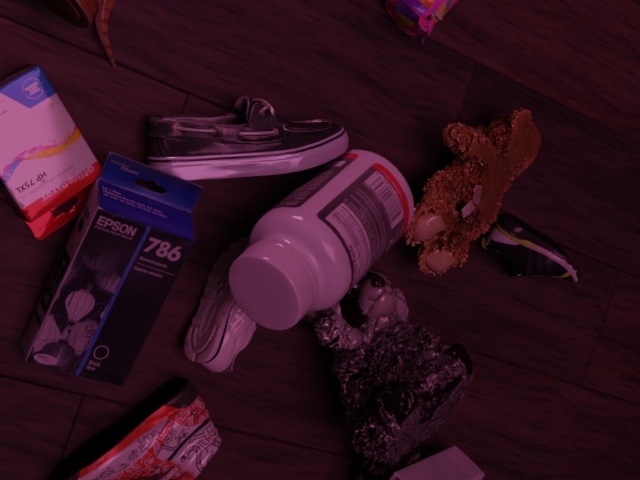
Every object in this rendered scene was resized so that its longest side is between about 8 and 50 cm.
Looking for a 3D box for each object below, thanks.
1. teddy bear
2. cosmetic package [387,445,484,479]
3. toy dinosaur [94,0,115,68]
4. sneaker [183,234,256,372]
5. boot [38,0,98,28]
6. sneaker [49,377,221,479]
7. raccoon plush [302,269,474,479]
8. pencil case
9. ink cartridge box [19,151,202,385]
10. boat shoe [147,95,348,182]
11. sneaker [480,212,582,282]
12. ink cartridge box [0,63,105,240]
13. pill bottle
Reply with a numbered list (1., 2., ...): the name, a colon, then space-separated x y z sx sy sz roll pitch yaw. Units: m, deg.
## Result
1. teddy bear: 0.253 -0.094 1.847 0.245 0.113 0.338 35 78 -45
2. cosmetic package: 0.185 0.449 1.856 0.231 0.085 0.117 -7 134 -56
3. toy dinosaur: -0.315 -0.369 1.534 0.112 0.064 0.212 15 91 -31
4. sneaker: -0.135 0.101 1.709 0.095 0.090 0.235 34 82 -46
5. boot: -0.336 -0.447 1.455 0.220 0.109 0.283 -36 80 -26
6. sneaker: -0.281 0.351 1.657 0.270 0.090 0.145 -37 111 -21
7. raccoon plush: 0.049 0.249 1.802 0.216 0.299 0.446 -12 138 -51
8. pencil case: 0.214 -0.447 1.788 0.104 0.104 0.236 46 75 -26
9. ink cartridge box: -0.304 0.049 1.563 0.165 0.065 0.333 19 103 -31
10. boat shoe: -0.108 -0.166 1.645 0.335 0.121 0.119 -11 108 -25
11. sneaker: 0.392 0.031 1.990 0.234 0.084 0.097 30 107 -28
12. ink cartridge box: -0.408 -0.121 1.516 0.134 0.078 0.231 -37 114 -18
13. pill bottle: 0.000 0.000 1.638 0.318 0.176 0.176 -42 118 -44
